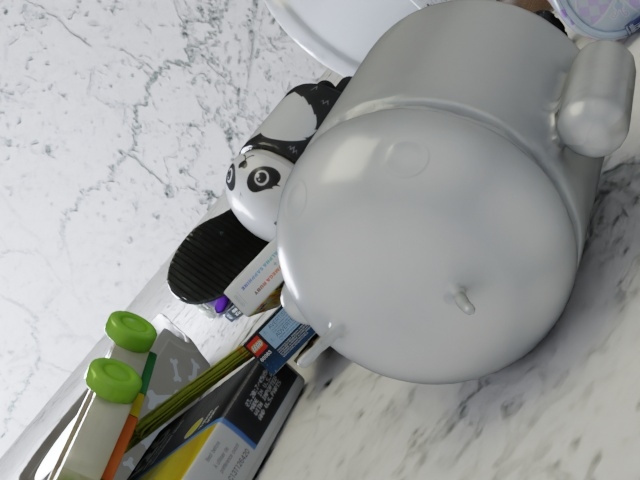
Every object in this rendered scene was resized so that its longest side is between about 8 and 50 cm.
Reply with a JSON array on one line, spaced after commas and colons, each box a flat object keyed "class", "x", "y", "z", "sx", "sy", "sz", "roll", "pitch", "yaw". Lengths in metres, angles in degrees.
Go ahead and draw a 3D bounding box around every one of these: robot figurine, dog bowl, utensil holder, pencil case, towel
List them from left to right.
[{"class": "dog bowl", "x": -0.288, "y": 0.261, "z": 1.586, "sx": 0.349, "sy": 0.102, "sz": 0.349, "roll": -46, "pitch": 10, "yaw": 10}, {"class": "towel", "x": -0.126, "y": 0.163, "z": 1.285, "sx": 0.237, "sy": 0.021, "sz": 0.102, "roll": -35, "pitch": -10, "yaw": -32}, {"class": "robot figurine", "x": -0.023, "y": -0.123, "z": 1.693, "sx": 0.278, "sy": 0.173, "sz": 0.209, "roll": -53, "pitch": -7, "yaw": -27}, {"class": "utensil holder", "x": 0.126, "y": -0.545, "z": 2.167, "sx": 0.385, "sy": 0.327, "sz": 0.328, "roll": -47, "pitch": 9, "yaw": 30}, {"class": "robot figurine", "x": 0.092, "y": -0.039, "z": 0.800, "sx": 0.300, "sy": 0.200, "sz": 0.353, "roll": -36, "pitch": 15, "yaw": 38}, {"class": "pencil case", "x": 0.285, "y": -0.288, "z": 1.177, "sx": 0.124, "sy": 0.113, "sz": 0.273, "roll": -35, "pitch": 13, "yaw": 14}]

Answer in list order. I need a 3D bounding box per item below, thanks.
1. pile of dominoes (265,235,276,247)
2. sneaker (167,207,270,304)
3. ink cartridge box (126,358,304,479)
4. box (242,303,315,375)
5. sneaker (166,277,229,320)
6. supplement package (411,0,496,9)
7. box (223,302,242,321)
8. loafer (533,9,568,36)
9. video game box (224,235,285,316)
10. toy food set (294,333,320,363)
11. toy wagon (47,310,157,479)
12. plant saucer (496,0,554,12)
[{"class": "pile of dominoes", "x": -0.010, "y": -0.027, "z": 1.397, "sx": 0.196, "sy": 0.040, "sz": 0.251, "roll": -42, "pitch": -12, "yaw": -9}, {"class": "sneaker", "x": -0.113, "y": 0.001, "z": 1.809, "sx": 0.330, "sy": 0.122, "sz": 0.146, "roll": -45, "pitch": -14, "yaw": -26}, {"class": "ink cartridge box", "x": -0.174, "y": 0.280, "z": 1.122, "sx": 0.307, "sy": 0.072, "sz": 0.304, "roll": -38, "pitch": 14, "yaw": 39}, {"class": "box", "x": 0.013, "y": 0.041, "z": 1.165, "sx": 0.159, "sy": 0.044, "sz": 0.233, "roll": -47, "pitch": -1, "yaw": 12}, {"class": "sneaker", "x": -0.178, "y": 0.039, "z": 1.956, "sx": 0.146, "sy": 0.102, "sz": 0.293, "roll": -47, "pitch": 10, "yaw": 2}, {"class": "supplement package", "x": 0.230, "y": -0.470, "z": 1.843, "sx": 0.145, "sy": 0.204, "sz": 0.262, "roll": -41, "pitch": 12, "yaw": 33}, {"class": "box", "x": -0.107, "y": 0.083, "z": 1.725, "sx": 0.083, "sy": 0.018, "sz": 0.067, "roll": -37, "pitch": 14, "yaw": 47}, {"class": "loafer", "x": 0.187, "y": -0.186, "z": 1.313, "sx": 0.223, "sy": 0.076, "sz": 0.078, "roll": -34, "pitch": 9, "yaw": 42}, {"class": "video game box", "x": 0.000, "y": 0.000, "z": 1.309, "sx": 0.187, "sy": 0.048, "sz": 0.205, "roll": -49, "pitch": -12, "yaw": 16}, {"class": "toy food set", "x": 0.006, "y": 0.097, "z": 1.144, "sx": 0.078, "sy": 0.019, "sz": 0.122, "roll": -47, "pitch": 0, "yaw": 27}, {"class": "toy wagon", "x": -0.251, "y": 0.236, "z": 1.160, "sx": 0.267, "sy": 0.068, "sz": 0.344, "roll": -62, "pitch": 10, "yaw": 17}, {"class": "plant saucer", "x": 0.345, "y": -0.408, "z": 1.568, "sx": 0.310, "sy": 0.050, "sz": 0.310, "roll": -48, "pitch": 10, "yaw": 11}]
